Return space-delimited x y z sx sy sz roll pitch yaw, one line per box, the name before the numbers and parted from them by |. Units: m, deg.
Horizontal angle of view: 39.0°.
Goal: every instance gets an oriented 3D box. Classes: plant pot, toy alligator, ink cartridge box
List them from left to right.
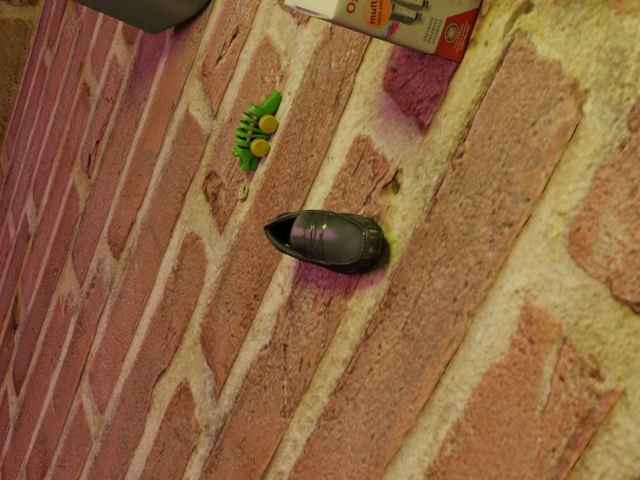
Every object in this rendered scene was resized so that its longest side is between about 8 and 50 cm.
plant pot | -0.313 -0.564 1.713 0.252 0.247 0.247 -1 80 42
toy alligator | -0.114 -0.150 1.408 0.056 0.051 0.190 51 125 54
ink cartridge box | 0.074 -0.289 1.002 0.127 0.176 0.128 38 114 57

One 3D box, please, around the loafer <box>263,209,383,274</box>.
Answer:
loafer | 0.000 0.000 1.137 0.223 0.078 0.076 8 88 60
